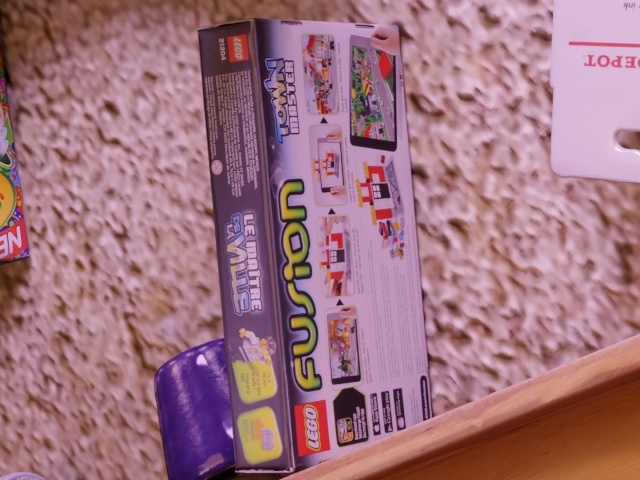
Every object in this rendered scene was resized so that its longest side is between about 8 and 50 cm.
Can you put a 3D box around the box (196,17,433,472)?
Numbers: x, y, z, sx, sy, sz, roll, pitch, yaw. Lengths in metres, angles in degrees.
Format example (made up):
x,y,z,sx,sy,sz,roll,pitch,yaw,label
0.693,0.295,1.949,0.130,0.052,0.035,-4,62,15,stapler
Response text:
x,y,z,sx,sy,sz,roll,pitch,yaw,label
0.000,0.000,0.947,0.036,0.114,0.207,-5,89,39,box

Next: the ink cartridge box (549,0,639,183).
x,y,z,sx,sy,sz,roll,pitch,yaw,label
0.158,-0.114,0.847,0.104,0.060,0.180,7,97,37,ink cartridge box

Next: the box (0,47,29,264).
x,y,z,sx,sy,sz,roll,pitch,yaw,label
-0.341,-0.105,1.098,0.177,0.290,0.279,-10,87,39,box

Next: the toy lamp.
x,y,z,sx,sy,sz,roll,pitch,yaw,label
-0.010,0.179,0.989,0.080,0.080,0.274,-35,71,35,toy lamp

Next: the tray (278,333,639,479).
x,y,z,sx,sy,sz,roll,pitch,yaw,label
0.044,0.193,0.886,0.411,0.076,0.202,-24,78,21,tray

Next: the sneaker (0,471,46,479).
x,y,z,sx,sy,sz,roll,pitch,yaw,label
-0.165,0.260,1.107,0.091,0.094,0.258,-17,82,35,sneaker
